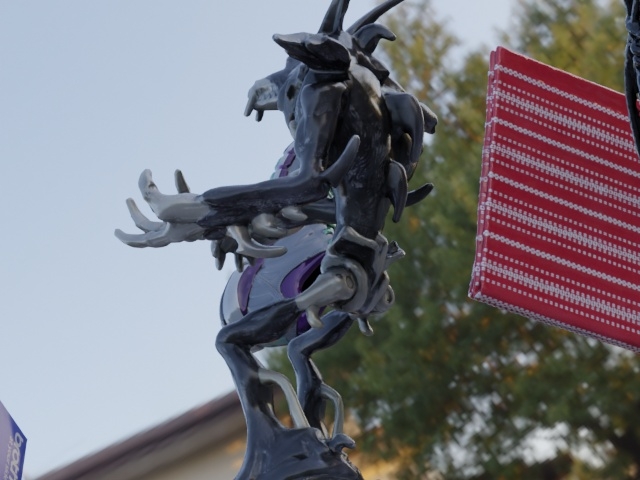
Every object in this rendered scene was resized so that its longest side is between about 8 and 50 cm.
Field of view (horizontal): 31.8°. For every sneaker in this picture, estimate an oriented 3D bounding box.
[{"bbox_3d":[0.000,0.000,0.940,0.083,0.098,0.223,56,-136,-44],"label":"sneaker"}]

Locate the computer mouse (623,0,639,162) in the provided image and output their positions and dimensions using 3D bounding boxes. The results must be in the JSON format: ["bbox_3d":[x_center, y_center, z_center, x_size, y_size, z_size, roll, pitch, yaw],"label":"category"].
[{"bbox_3d":[0.200,-0.043,0.452,0.072,0.272,0.188,-30,-52,-12],"label":"computer mouse"}]

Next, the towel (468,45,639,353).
[{"bbox_3d":[0.231,-0.040,1.028,0.199,0.274,0.031,18,-30,-15],"label":"towel"}]

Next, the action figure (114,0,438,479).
[{"bbox_3d":[-0.018,-0.003,0.564,0.141,0.275,0.164,1,-11,24],"label":"action figure"}]

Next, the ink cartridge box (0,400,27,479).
[{"bbox_3d":[-0.240,0.189,0.727,0.046,0.207,0.097,-13,-47,6],"label":"ink cartridge box"}]
